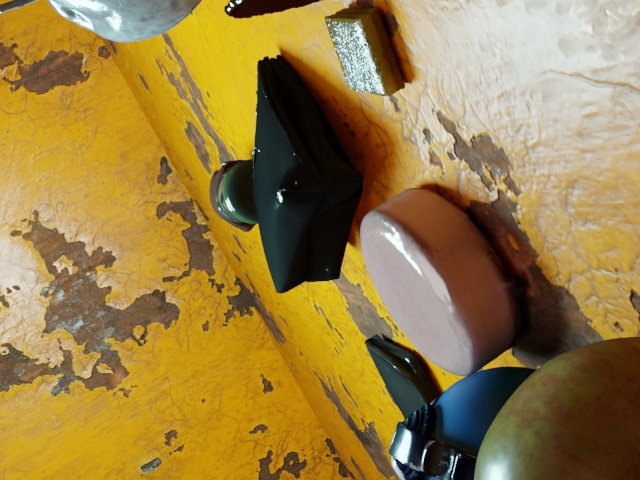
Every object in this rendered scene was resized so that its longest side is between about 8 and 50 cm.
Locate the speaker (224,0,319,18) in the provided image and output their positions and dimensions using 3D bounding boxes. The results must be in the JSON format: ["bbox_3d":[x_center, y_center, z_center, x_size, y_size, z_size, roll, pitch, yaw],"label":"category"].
[{"bbox_3d":[-0.015,-0.371,0.646,0.259,0.198,0.329,-23,-81,-66],"label":"speaker"}]

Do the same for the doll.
[{"bbox_3d":[0.217,0.264,0.880,0.284,0.240,0.310,16,179,1],"label":"doll"}]

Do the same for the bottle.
[{"bbox_3d":[-0.162,-0.095,1.593,0.271,0.143,0.156,-179,84,-70],"label":"bottle"}]

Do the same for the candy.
[{"bbox_3d":[0.149,0.053,0.941,0.255,0.094,0.255,54,165,22],"label":"candy"}]

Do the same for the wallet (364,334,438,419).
[{"bbox_3d":[0.209,0.357,1.442,0.377,0.051,0.197,61,166,-15],"label":"wallet"}]

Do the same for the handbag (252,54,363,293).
[{"bbox_3d":[-0.043,-0.105,1.181,0.342,0.152,0.288,103,150,-59],"label":"handbag"}]

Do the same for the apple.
[{"bbox_3d":[0.247,0.203,0.603,0.256,0.257,0.234,59,180,2],"label":"apple"}]

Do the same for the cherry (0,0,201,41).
[{"bbox_3d":[-0.261,-0.427,0.965,0.335,0.291,0.326,7,111,54],"label":"cherry"}]

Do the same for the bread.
[{"bbox_3d":[0.050,-0.214,0.849,0.090,0.035,0.094,32,149,60],"label":"bread"}]
